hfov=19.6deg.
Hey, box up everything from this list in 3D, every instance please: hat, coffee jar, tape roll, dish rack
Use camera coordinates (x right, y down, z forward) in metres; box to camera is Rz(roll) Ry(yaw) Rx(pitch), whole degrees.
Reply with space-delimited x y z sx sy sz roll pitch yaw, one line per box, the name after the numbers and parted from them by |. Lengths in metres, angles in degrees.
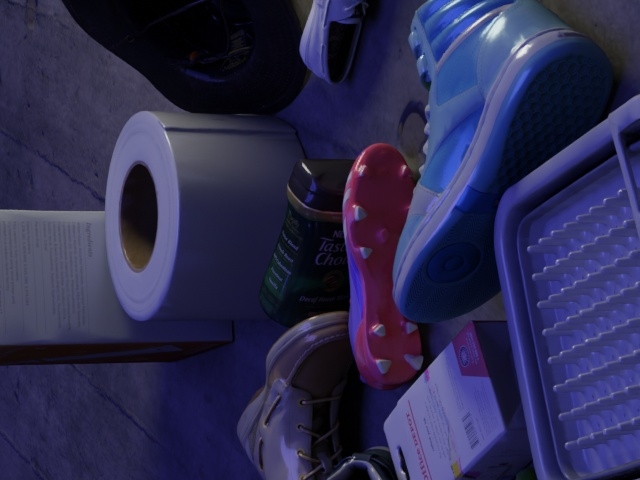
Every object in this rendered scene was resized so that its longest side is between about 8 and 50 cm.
-0.139 -0.300 2.152 0.134 0.331 0.331 -58 8 -34 | hat
0.000 0.000 1.967 0.079 0.096 0.184 51 134 49 | coffee jar
-0.135 -0.027 2.162 0.246 0.169 0.246 180 90 -65 | tape roll
0.246 0.058 1.447 0.333 0.072 0.286 141 121 -66 | dish rack

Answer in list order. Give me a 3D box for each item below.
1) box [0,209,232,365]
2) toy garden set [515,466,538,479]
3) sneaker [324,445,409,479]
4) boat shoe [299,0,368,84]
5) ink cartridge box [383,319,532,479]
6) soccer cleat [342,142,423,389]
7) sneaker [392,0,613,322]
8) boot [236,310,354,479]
-0.311 0.062 2.317 0.215 0.345 0.168 -23 69 62 | box
0.166 0.359 1.670 0.244 0.049 0.204 -65 35 40 | toy garden set
0.044 0.316 1.806 0.163 0.086 0.226 30 -123 -80 | sneaker
0.023 -0.249 1.969 0.063 0.066 0.184 50 133 39 | boat shoe
0.136 0.171 1.717 0.198 0.067 0.115 -53 44 48 | ink cartridge box
0.056 0.028 1.877 0.095 0.083 0.248 159 107 -67 | soccer cleat
0.131 -0.096 1.676 0.319 0.127 0.208 -61 39 29 | sneaker
0.000 0.217 1.954 0.262 0.095 0.203 -60 42 44 | boot
